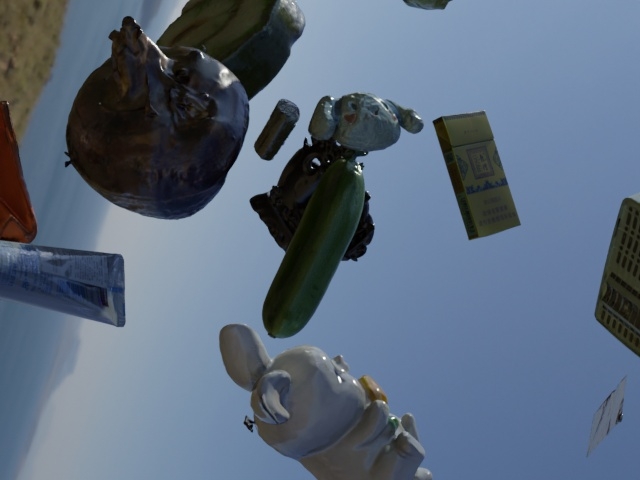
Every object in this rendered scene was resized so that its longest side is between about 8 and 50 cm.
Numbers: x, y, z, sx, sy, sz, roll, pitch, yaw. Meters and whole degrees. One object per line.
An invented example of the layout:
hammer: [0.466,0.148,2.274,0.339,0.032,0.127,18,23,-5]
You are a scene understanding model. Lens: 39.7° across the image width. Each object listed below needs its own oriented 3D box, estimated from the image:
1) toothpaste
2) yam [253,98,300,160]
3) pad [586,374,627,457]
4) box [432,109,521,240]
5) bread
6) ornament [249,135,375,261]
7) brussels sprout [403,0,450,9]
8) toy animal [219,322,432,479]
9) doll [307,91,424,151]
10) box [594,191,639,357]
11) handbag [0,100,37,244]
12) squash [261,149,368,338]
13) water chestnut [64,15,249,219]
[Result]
toothpaste: [-0.388,0.050,1.226,0.073,0.299,0.114,-18,-111,33]
yam: [-0.081,-0.208,1.670,0.132,0.054,0.054,128,-23,-47]
pad: [0.598,0.369,1.852,0.188,0.006,0.113,102,9,-52]
box: [0.349,-0.148,1.980,0.041,0.153,0.279,-19,-94,51]
bread: [-0.212,-0.400,1.814,0.366,0.129,0.382,-32,-143,11]
ornament: [0.012,-0.072,1.712,0.260,0.251,0.106,-38,173,34]
brussels sprout: [0.215,-0.553,1.838,0.149,0.122,0.152,148,-64,-85]
toy animal: [0.003,0.233,1.155,0.154,0.325,0.208,-53,-143,7]
doll: [0.072,-0.197,1.466,0.071,0.214,0.104,-58,-136,51]
box: [0.579,0.059,1.432,0.220,0.166,0.291,49,-34,48]
handbag: [-0.727,-0.127,1.760,0.410,0.116,0.304,3,-75,43]
squash: [0.000,0.000,1.551,0.379,0.101,0.101,-67,-168,-13]
water chestnut: [-0.275,-0.216,1.499,0.335,0.335,0.347,-86,180,-47]
